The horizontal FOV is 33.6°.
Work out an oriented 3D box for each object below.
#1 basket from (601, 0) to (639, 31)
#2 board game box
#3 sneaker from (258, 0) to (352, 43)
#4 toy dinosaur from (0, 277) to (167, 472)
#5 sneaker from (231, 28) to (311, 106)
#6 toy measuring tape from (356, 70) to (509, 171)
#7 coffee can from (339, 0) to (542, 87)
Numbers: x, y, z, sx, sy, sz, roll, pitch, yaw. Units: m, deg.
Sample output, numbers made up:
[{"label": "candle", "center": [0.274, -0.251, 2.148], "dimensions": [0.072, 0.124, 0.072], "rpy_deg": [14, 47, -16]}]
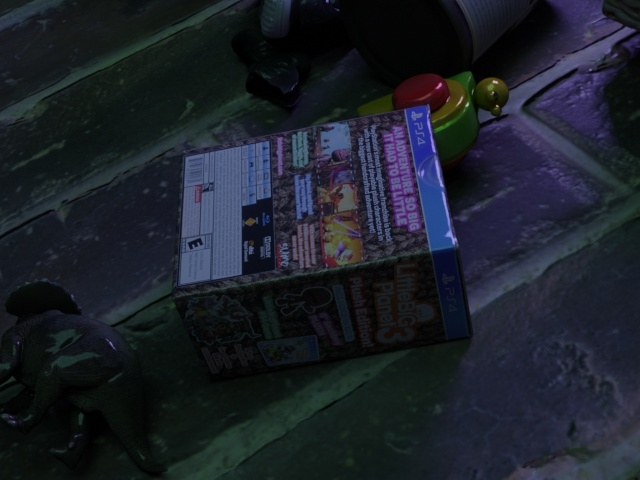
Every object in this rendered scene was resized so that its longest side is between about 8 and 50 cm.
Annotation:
[{"label": "basket", "center": [0.548, -0.385, 1.257], "dimensions": [0.331, 0.266, 0.328], "rpy_deg": [31, 60, 23]}, {"label": "board game box", "center": [0.000, 0.000, 1.157], "dimensions": [0.291, 0.141, 0.232], "rpy_deg": [-10, 44, 6]}, {"label": "sneaker", "center": [-0.009, -0.349, 1.545], "dimensions": [0.153, 0.101, 0.268], "rpy_deg": [7, 25, -8]}, {"label": "toy dinosaur", "center": [-0.267, 0.135, 1.117], "dimensions": [0.314, 0.121, 0.160], "rpy_deg": [23, 69, 38]}, {"label": "sneaker", "center": [-0.082, -0.242, 1.485], "dimensions": [0.170, 0.051, 0.089], "rpy_deg": [25, 54, 31]}, {"label": "toy measuring tape", "center": [0.074, -0.117, 1.281], "dimensions": [0.330, 0.121, 0.121], "rpy_deg": [-21, 44, 6]}, {"label": "coffee can", "center": [0.188, -0.349, 1.408], "dimensions": [0.201, 0.201, 0.275], "rpy_deg": [26, 57, 35]}]
